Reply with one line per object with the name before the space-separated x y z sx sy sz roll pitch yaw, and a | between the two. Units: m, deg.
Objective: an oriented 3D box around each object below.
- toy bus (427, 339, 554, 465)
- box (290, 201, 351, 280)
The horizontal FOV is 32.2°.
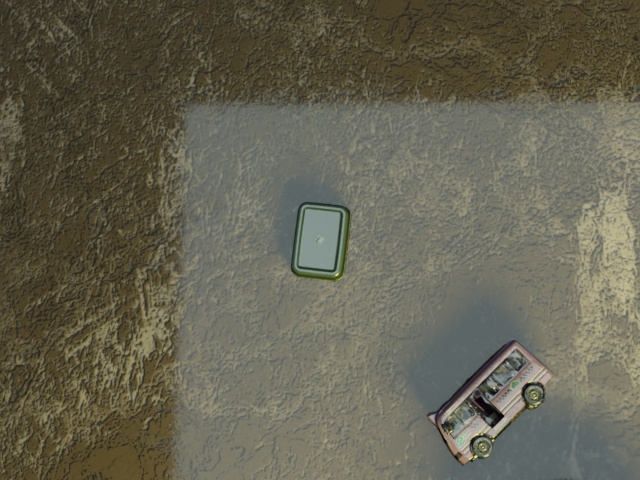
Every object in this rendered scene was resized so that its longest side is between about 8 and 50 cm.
toy bus | 0.264 0.253 1.718 0.199 0.096 0.108 -44 77 -4
box | 0.000 0.000 1.807 0.091 0.031 0.126 8 84 6
